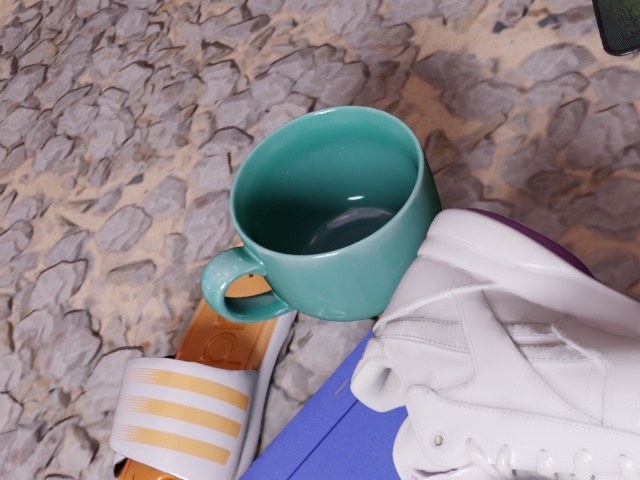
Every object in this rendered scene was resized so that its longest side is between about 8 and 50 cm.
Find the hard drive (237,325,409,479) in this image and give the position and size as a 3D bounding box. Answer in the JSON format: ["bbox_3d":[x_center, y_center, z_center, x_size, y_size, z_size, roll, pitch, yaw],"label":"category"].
[{"bbox_3d":[0.109,0.156,0.615,0.210,0.040,0.319,-47,44,-11],"label":"hard drive"}]

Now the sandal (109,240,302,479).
[{"bbox_3d":[-0.088,0.087,0.772,0.102,0.076,0.265,-3,53,31],"label":"sandal"}]

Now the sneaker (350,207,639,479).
[{"bbox_3d":[0.129,0.093,0.559,0.152,0.114,0.305,-52,36,-6],"label":"sneaker"}]

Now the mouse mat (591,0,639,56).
[{"bbox_3d":[0.271,-0.221,0.852,0.153,0.007,0.189,-18,46,20],"label":"mouse mat"}]

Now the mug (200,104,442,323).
[{"bbox_3d":[0.004,-0.008,0.767,0.158,0.097,0.129,-13,50,12],"label":"mug"}]
